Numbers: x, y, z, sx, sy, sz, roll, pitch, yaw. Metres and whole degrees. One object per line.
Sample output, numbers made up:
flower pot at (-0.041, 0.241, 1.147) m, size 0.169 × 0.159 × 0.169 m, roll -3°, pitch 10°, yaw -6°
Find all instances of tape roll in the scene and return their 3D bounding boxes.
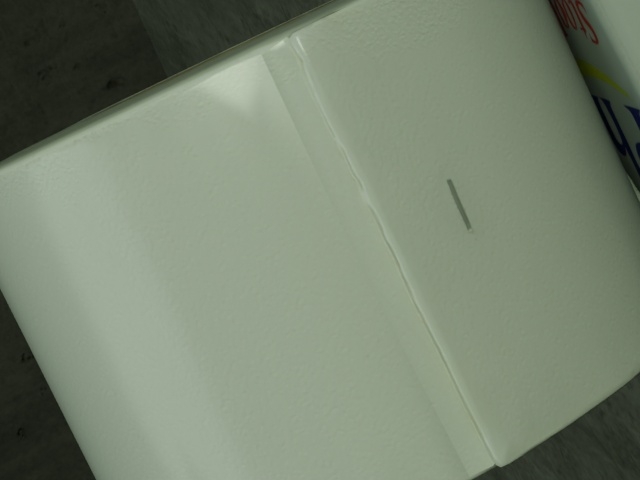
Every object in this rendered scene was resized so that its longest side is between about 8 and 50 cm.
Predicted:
tape roll at (0.000, 0.000, 0.763) m, size 0.169 × 0.246 × 0.246 m, roll 64°, pitch 167°, yaw -6°

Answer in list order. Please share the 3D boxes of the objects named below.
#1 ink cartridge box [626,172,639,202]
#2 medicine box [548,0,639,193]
ink cartridge box at (0.097, -0.028, 0.911) m, size 0.171 × 0.056 × 0.235 m, roll 59°, pitch 155°, yaw 11°
medicine box at (0.151, -0.139, 0.829) m, size 0.289 × 0.149 × 0.263 m, roll 61°, pitch 179°, yaw -11°
